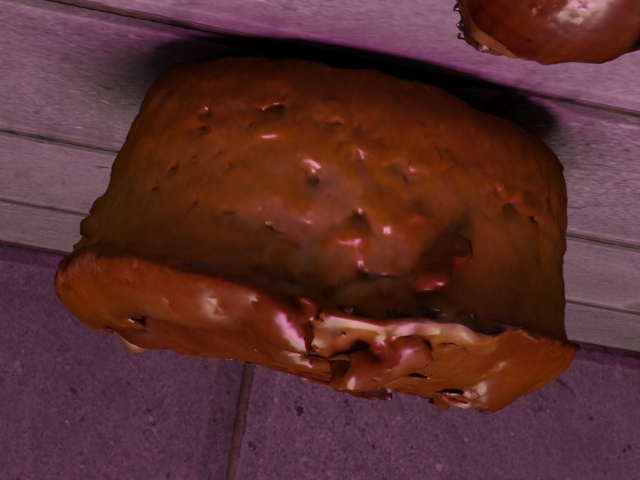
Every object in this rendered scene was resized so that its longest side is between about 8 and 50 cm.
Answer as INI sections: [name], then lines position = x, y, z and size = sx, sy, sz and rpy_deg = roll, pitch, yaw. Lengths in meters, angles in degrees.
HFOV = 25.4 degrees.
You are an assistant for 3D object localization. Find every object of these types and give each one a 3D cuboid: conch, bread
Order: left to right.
[bread]
position = 0.001, 0.000, 0.946
size = 0.337, 0.204, 0.358
rpy_deg = 7, 175, -5
[conch]
position = 0.107, -0.108, 0.512
size = 0.086, 0.080, 0.232
rpy_deg = 5, 174, -33
